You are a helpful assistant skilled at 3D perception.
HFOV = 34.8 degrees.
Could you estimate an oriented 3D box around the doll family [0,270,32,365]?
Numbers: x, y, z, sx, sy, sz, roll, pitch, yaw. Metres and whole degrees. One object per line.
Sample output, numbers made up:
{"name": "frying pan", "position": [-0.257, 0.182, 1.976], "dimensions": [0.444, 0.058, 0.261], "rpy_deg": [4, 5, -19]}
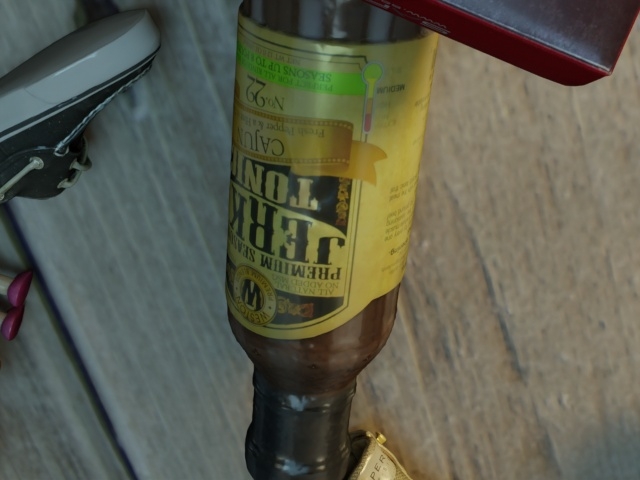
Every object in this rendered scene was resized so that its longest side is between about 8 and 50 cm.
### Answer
{"name": "doll family", "position": [-0.307, 0.104, 0.692], "dimensions": [0.163, 0.118, 0.263], "rpy_deg": [17, 116, -4]}

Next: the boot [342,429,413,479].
{"name": "boot", "position": [0.101, 0.210, 0.711], "dimensions": [0.262, 0.095, 0.203], "rpy_deg": [-29, 109, 25]}

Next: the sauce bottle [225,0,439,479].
{"name": "sauce bottle", "position": [0.000, 0.000, 0.604], "dimensions": [0.111, 0.111, 0.344], "rpy_deg": [6, 117, 4]}

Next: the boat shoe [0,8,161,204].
{"name": "boat shoe", "position": [-0.175, -0.064, 0.619], "dimensions": [0.219, 0.077, 0.070], "rpy_deg": [-26, 116, 22]}

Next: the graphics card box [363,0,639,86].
{"name": "graphics card box", "position": [0.079, -0.276, 0.407], "dimensions": [0.233, 0.094, 0.370], "rpy_deg": [22, 100, -5]}
